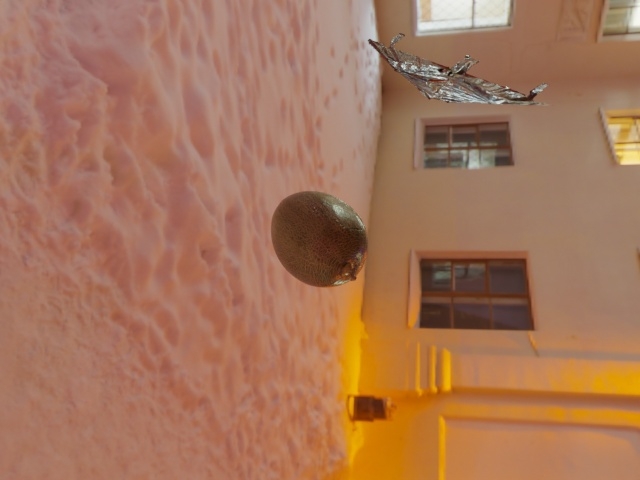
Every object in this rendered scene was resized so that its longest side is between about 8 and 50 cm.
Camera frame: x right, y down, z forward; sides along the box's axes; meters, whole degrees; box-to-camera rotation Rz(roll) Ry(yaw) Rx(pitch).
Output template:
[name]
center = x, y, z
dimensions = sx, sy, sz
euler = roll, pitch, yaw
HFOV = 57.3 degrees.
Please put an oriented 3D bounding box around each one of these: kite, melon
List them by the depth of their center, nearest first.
[kite]
center = 0.120, -0.147, 0.532
dimensions = 0.160, 0.182, 0.010
euler = -47, 157, -52
[melon]
center = 0.000, 0.000, 0.900
dimensions = 0.192, 0.139, 0.139
euler = 46, -22, 41
